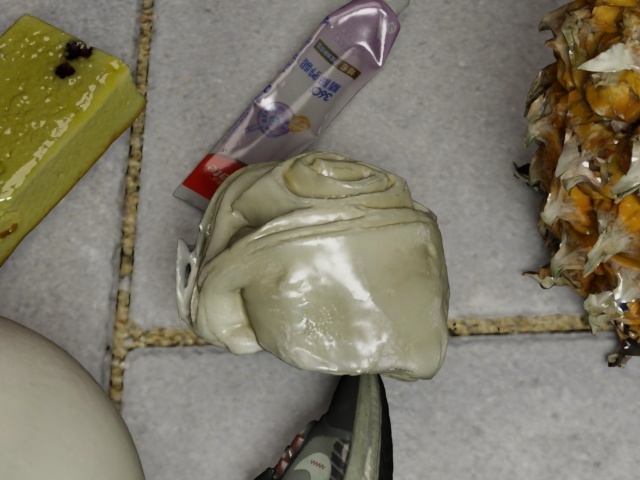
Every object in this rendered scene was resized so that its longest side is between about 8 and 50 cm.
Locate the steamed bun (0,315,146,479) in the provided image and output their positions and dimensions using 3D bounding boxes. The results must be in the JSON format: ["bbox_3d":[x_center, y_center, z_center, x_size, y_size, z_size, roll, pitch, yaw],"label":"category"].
[{"bbox_3d":[-0.269,0.166,0.653,0.309,0.309,0.309,-2,62,4],"label":"steamed bun"}]

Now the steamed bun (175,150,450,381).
[{"bbox_3d":[-0.002,0.000,0.749,0.211,0.144,0.218,7,30,4],"label":"steamed bun"}]

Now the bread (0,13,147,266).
[{"bbox_3d":[-0.322,-0.041,0.871,0.138,0.077,0.361,30,69,18],"label":"bread"}]

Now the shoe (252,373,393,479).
[{"bbox_3d":[-0.008,0.197,0.715,0.112,0.099,0.228,0,63,14],"label":"shoe"}]

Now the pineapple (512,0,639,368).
[{"bbox_3d":[0.311,-0.079,0.725,0.352,0.300,0.353,-4,64,9],"label":"pineapple"}]

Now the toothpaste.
[{"bbox_3d":[-0.014,-0.137,0.917,0.075,0.048,0.301,35,72,16],"label":"toothpaste"}]
